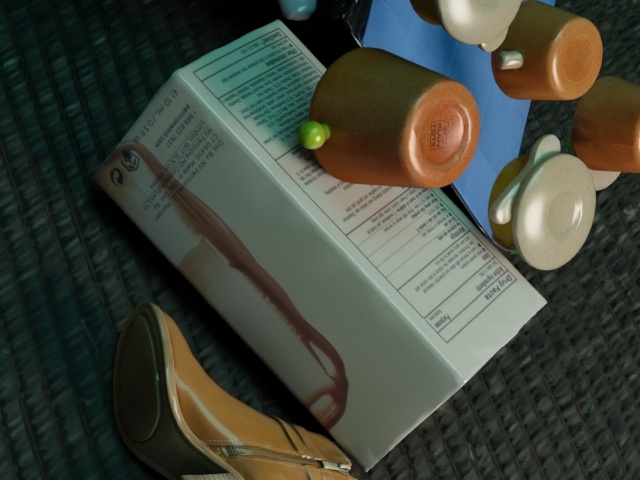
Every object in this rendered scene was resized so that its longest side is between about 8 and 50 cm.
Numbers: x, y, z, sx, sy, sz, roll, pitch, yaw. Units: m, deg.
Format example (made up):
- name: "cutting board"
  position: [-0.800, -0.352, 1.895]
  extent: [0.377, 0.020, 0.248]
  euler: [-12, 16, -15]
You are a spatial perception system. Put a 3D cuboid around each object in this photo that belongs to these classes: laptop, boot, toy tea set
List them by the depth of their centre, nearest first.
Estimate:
- name: "boot"
  position: [-0.055, 0.134, 1.254]
  extent: [0.152, 0.073, 0.197]
  euler: [4, 55, -38]
- name: "toy tea set"
  position: [0.121, -0.095, 1.311]
  extent: [0.336, 0.124, 0.200]
  euler: [31, 81, -44]
- name: "laptop"
  position: [0.170, -0.284, 1.446]
  extent: [0.236, 0.408, 0.382]
  euler: [26, 48, -10]

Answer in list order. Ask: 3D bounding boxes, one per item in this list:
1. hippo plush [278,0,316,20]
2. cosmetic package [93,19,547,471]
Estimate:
- name: "hippo plush"
  position: [-0.074, -0.311, 1.418]
  extent: [0.237, 0.294, 0.234]
  euler: [23, 78, -28]
- name: "cosmetic package"
  position: [0.000, 0.000, 1.319]
  extent: [0.296, 0.129, 0.153]
  euler: [47, 36, 7]
